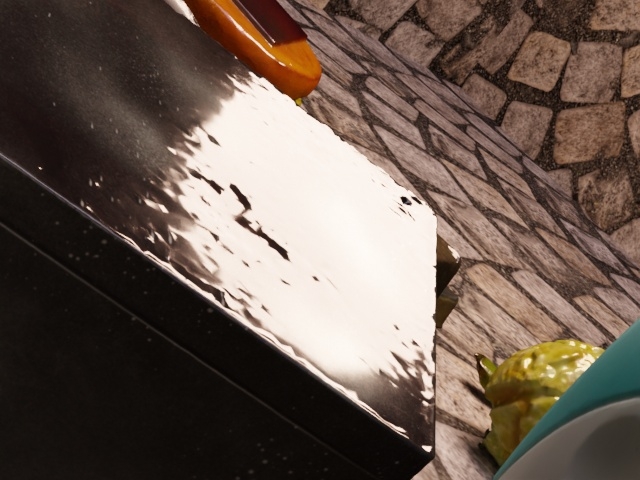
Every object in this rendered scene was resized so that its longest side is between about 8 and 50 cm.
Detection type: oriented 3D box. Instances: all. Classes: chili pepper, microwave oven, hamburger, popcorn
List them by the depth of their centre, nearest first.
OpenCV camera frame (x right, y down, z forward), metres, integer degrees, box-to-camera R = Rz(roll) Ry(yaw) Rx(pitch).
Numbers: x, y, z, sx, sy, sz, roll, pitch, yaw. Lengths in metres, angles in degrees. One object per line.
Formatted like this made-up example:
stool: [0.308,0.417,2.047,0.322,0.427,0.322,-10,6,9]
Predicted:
microwave oven: [-0.203,0.021,0.670,0.432,0.374,0.236,37,26,-15]
popcorn: [0.280,0.216,1.491,0.198,0.198,0.212,42,-9,12]
chili pepper: [0.274,0.217,1.647,0.201,0.050,0.052,32,3,-16]
hamburger: [-0.158,-0.242,1.666,0.291,0.225,0.291,39,20,-17]

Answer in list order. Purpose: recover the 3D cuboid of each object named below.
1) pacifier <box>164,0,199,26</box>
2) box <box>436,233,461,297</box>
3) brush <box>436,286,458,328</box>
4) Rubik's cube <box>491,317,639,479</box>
pacifier: [-0.244,-0.120,1.223,0.332,0.273,0.220,23,49,-44]
box: [-0.002,0.000,1.424,0.273,0.184,0.143,47,21,29]
brush: [0.102,0.034,1.753,0.123,0.059,0.197,25,21,-40]
Rubik's cube: [0.392,0.297,1.166,0.347,0.351,0.352,32,20,-17]
